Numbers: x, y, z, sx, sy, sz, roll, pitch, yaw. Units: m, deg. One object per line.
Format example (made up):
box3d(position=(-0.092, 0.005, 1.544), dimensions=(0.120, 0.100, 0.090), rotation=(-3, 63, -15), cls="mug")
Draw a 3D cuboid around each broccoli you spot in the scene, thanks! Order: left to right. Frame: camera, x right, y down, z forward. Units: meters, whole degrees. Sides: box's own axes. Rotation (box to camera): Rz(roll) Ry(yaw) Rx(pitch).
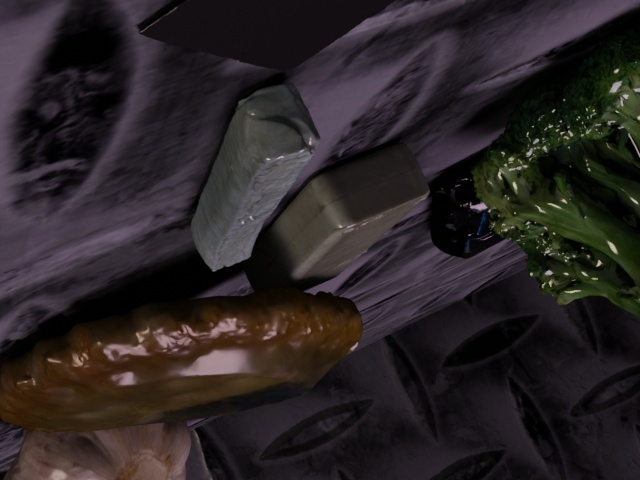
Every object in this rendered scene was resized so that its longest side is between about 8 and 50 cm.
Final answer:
box3d(position=(0.267, -0.045, 1.082), dimensions=(0.265, 0.245, 0.294), rotation=(-3, 136, -25), cls="broccoli")

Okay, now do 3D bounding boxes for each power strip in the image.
box3d(position=(0.000, 0.000, 1.115), dimensions=(0.093, 0.053, 0.288), rotation=(-24, 172, -24), cls="power strip")

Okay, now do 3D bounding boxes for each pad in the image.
box3d(position=(0.051, -0.145, 0.574), dimensions=(0.243, 0.004, 0.164), rotation=(-31, 170, 19), cls="pad")

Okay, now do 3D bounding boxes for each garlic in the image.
box3d(position=(-0.273, 0.242, 1.444), dimensions=(0.212, 0.218, 0.218), rotation=(16, -157, 39), cls="garlic")

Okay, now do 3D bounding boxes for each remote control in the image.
box3d(position=(0.191, -0.039, 1.439), dimensions=(0.145, 0.062, 0.399), rotation=(-28, 171, 1), cls="remote control")

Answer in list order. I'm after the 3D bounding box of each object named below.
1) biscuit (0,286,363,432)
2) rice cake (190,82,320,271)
box3d(position=(-0.140, 0.116, 1.161), dimensions=(0.335, 0.078, 0.329), rotation=(-24, 161, 38), cls="biscuit")
box3d(position=(-0.044, -0.034, 0.801), dimensions=(0.042, 0.045, 0.245), rotation=(-22, 171, -17), cls="rice cake")
